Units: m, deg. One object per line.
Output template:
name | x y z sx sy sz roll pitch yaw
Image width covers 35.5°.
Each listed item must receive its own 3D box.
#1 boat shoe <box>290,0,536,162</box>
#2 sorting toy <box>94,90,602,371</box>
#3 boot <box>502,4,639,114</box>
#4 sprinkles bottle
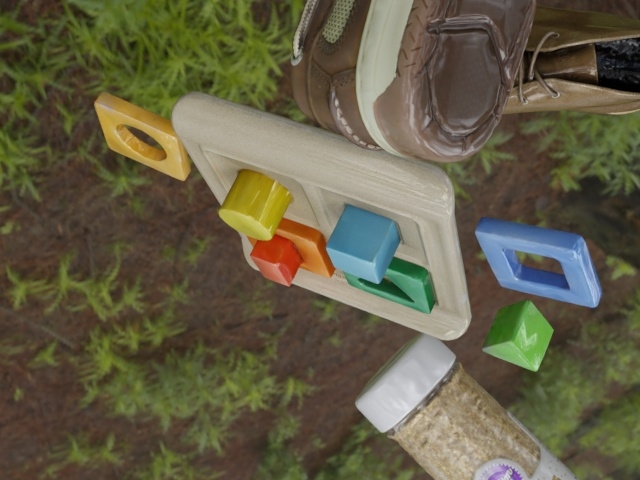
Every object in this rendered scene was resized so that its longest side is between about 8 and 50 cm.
boat shoe | 0.053 -0.161 0.422 0.095 0.095 0.257 33 77 -43
sorting toy | 0.000 0.000 0.634 0.047 0.347 0.196 -62 158 -22
boot | 0.149 -0.142 0.769 0.305 0.112 0.115 -3 -172 -13
sprinkles bottle | 0.203 0.262 1.117 0.121 0.355 0.121 -46 176 -4
